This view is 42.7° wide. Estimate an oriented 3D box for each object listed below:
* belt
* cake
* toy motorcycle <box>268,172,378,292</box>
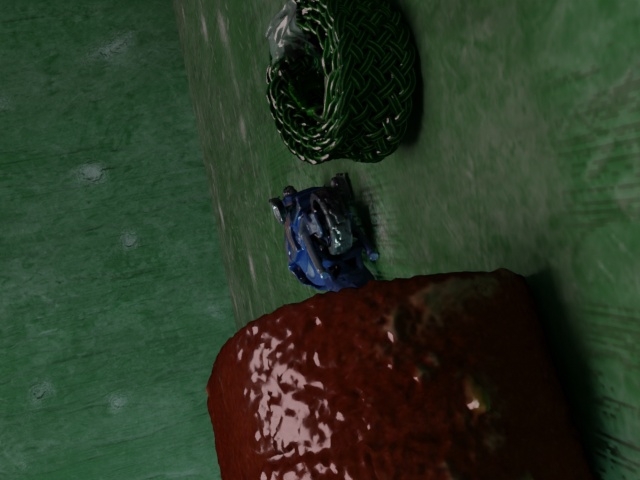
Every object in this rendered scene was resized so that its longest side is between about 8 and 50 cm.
[{"bbox_3d":[0.017,-0.118,0.592,0.151,0.079,0.121,-148,57,-60],"label":"belt"},{"bbox_3d":[0.031,0.126,0.489,0.283,0.177,0.150,111,146,-67],"label":"cake"},{"bbox_3d":[0.000,0.000,0.798,0.205,0.076,0.114,-163,53,-75],"label":"toy motorcycle"}]
